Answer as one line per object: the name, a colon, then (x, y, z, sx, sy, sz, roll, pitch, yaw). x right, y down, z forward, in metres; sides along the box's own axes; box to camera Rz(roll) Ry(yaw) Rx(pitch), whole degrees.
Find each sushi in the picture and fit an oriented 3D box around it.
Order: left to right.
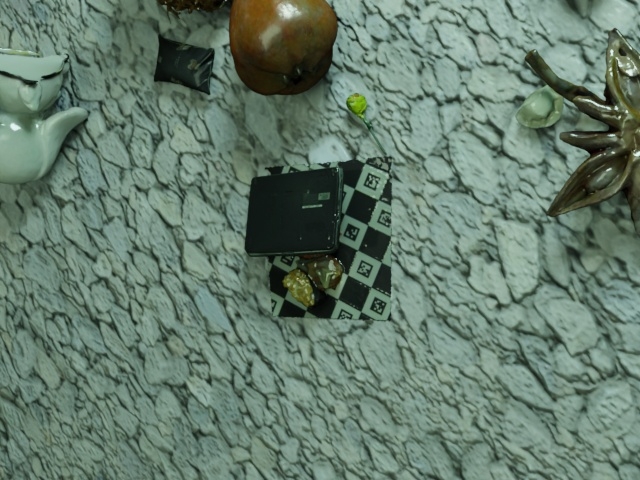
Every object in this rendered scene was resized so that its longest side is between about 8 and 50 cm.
sushi: (0.000, 0.000, 1.420, 0.264, 0.050, 0.289, -1, 92, 27)

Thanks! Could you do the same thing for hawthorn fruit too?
hawthorn fruit: (-0.075, -0.376, 1.369, 0.200, 0.199, 0.251, -30, 66, 25)

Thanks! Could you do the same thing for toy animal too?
toy animal: (-0.611, -0.255, 1.636, 0.174, 0.249, 0.289, -122, 20, -47)

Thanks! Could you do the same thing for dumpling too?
dumpling: (0.346, -0.205, 1.240, 0.059, 0.043, 0.077, 44, 95, 0)

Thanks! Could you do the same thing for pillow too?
pillow: (-0.262, -0.340, 1.535, 0.150, 0.048, 0.090, 18, 93, 29)

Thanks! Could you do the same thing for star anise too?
star anise: (0.460, -0.152, 1.150, 0.350, 0.109, 0.292, 9, 92, 18)

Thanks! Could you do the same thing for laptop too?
laptop: (-0.050, -0.048, 1.404, 0.207, 0.026, 0.153, -3, 76, 38)

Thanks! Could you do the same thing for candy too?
candy: (0.083, -0.201, 1.379, 0.035, 0.035, 0.122, -28, 88, -15)

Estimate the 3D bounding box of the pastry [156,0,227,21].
pastry: (-0.244, -0.541, 1.452, 0.275, 0.193, 0.274, 0, 86, 2)
